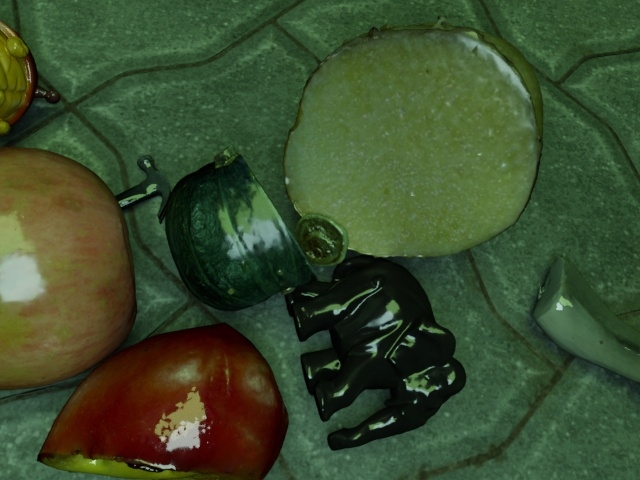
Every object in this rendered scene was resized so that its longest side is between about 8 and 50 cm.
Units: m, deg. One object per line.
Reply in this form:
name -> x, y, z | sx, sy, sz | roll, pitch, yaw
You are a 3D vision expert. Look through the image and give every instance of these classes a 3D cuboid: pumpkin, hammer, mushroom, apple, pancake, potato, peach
pumpkin -> -0.160, -0.005, 0.932 | 0.197, 0.293, 0.263 | -30, 102, -7
hammer -> -0.419, -0.047, 1.044 | 0.290, 0.037, 0.137 | -31, 73, -20
mushroom -> 0.551, 0.182, 1.038 | 0.329, 0.122, 0.159 | 39, 76, 9
apple -> -0.453, 0.048, 0.811 | 0.365, 0.364, 0.363 | 3, 67, -7
pancake -> 0.001, 0.000, 0.986 | 0.108, 0.108, 0.017 | 36, 32, 8
potato -> 0.170, -0.197, 1.006 | 0.443, 0.385, 0.319 | -9, 20, 24
peach -> -0.224, 0.273, 0.809 | 0.339, 0.281, 0.281 | -24, 72, -21

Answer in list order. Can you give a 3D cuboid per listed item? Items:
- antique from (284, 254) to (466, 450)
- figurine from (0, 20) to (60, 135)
antique -> 0.088, 0.170, 0.943 | 0.255, 0.185, 0.322 | -10, 64, -10
figurine -> -0.679, -0.330, 1.044 | 0.323, 0.196, 0.319 | 27, 109, 12
